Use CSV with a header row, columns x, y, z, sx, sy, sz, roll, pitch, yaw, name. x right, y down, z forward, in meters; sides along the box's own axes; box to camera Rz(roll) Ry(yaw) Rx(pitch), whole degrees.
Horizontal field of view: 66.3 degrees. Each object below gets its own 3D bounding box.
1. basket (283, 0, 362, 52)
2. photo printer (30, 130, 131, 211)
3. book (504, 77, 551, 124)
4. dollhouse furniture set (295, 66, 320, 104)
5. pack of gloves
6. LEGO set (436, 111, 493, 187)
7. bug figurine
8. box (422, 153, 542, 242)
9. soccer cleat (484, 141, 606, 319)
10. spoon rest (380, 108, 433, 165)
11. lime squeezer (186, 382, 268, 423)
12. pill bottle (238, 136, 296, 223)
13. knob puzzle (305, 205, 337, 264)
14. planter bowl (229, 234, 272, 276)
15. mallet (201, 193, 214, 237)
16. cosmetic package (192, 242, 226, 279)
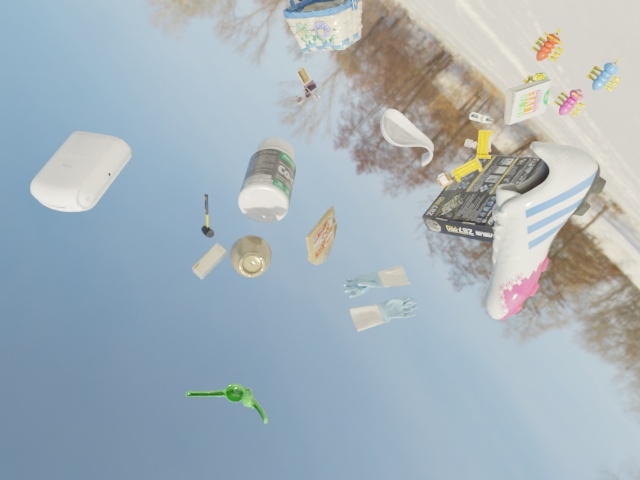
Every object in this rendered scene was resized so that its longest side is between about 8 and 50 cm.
x,y,z,sx,sy,sz,roll,pitch,yaw,name
0.009,-0.756,1.554,0.201,0.255,0.288,-44,-49,-40,basket
-0.847,-0.238,1.720,0.256,0.307,0.107,13,152,24,photo printer
0.573,-0.385,1.361,0.144,0.096,0.035,-22,-143,-22,book
-0.052,-0.521,1.674,0.081,0.091,0.114,54,-179,37,dollhouse furniture set
0.200,0.176,1.609,0.232,0.046,0.195,-12,-124,-12,pack of gloves
0.527,-0.300,1.714,0.132,0.286,0.107,29,-154,14,LEGO set
0.762,-0.510,1.523,0.279,0.216,0.072,35,-146,16,bug figurine
0.628,-0.174,1.884,0.318,0.395,0.097,15,147,46,box
0.350,-0.018,0.870,0.143,0.331,0.116,23,-161,0,soccer cleat
0.314,-0.365,1.741,0.276,0.084,0.137,29,-119,-35,spoon rest
-0.238,0.449,1.403,0.110,0.311,0.058,15,-98,-55,lime squeezer
-0.210,-0.260,2.038,0.204,0.204,0.360,32,-140,-24,pill bottle
0.000,0.000,1.693,0.030,0.213,0.213,19,-165,24,knob puzzle
-0.259,0.073,1.842,0.162,0.162,0.109,35,-171,-20,planter bowl
-0.464,-0.098,2.020,0.039,0.189,0.062,-16,-138,-33,mallet
-0.358,0.067,1.580,0.041,0.060,0.115,40,-112,5,cosmetic package
